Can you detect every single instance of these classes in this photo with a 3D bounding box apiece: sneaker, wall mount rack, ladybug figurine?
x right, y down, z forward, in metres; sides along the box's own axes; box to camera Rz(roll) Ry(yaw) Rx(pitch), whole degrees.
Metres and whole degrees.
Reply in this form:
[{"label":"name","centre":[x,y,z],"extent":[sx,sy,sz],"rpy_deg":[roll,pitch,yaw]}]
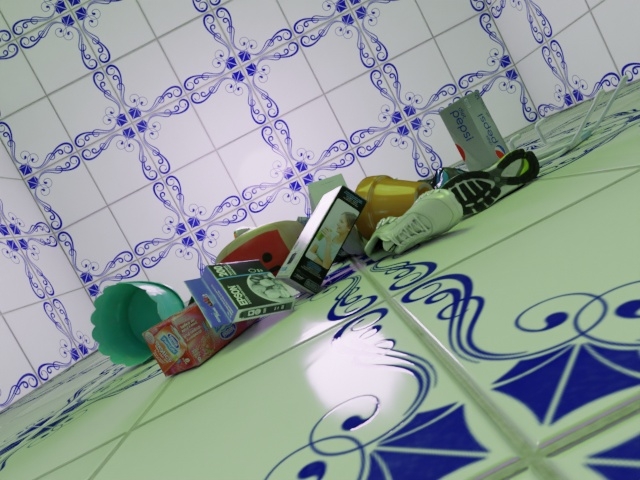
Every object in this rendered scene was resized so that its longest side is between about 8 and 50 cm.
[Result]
[{"label":"sneaker","centre":[0.422,-0.135,1.185],"extent":[0.300,0.111,0.121],"rpy_deg":[-22,-7,-11]},{"label":"wall mount rack","centre":[0.771,-0.356,1.388],"extent":[0.350,0.130,0.304],"rpy_deg":[-31,5,-36]},{"label":"sneaker","centre":[0.427,-0.166,1.578],"extent":[0.140,0.124,0.341],"rpy_deg":[0,-4,-10]},{"label":"sneaker","centre":[0.067,0.022,1.443],"extent":[0.153,0.101,0.269],"rpy_deg":[-27,-2,16]},{"label":"ladybug figurine","centre":[-0.252,0.077,1.979],"extent":[0.450,0.161,0.305],"rpy_deg":[-28,-33,6]},{"label":"sneaker","centre":[0.215,-0.024,1.078],"extent":[0.118,0.110,0.292],"rpy_deg":[-40,2,-37]},{"label":"sneaker","centre":[-0.265,-0.036,2.041],"extent":[0.263,0.099,0.121],"rpy_deg":[-2,-20,-44]}]

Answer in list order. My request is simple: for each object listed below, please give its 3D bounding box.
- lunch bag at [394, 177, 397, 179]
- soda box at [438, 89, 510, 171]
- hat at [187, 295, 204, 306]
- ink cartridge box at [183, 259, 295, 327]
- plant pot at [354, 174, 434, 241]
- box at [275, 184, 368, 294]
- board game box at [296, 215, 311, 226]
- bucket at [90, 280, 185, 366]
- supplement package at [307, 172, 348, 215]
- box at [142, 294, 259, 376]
[{"label":"lunch bag","centre":[0.247,-0.133,1.843],"extent":[0.224,0.160,0.262],"rpy_deg":[-27,-6,9]},{"label":"soda box","centre":[0.473,-0.289,1.346],"extent":[0.091,0.286,0.098],"rpy_deg":[-31,5,-32]},{"label":"hat","centre":[-0.436,0.292,1.809],"extent":[0.173,0.184,0.208],"rpy_deg":[-40,35,53]},{"label":"ink cartridge box","centre":[-0.201,0.120,1.102],"extent":[0.209,0.045,0.206],"rpy_deg":[-8,31,-33]},{"label":"plant pot","centre":[0.229,-0.098,1.330],"extent":[0.188,0.205,0.205],"rpy_deg":[-1,22,45]},{"label":"box","centre":[0.000,0.000,1.240],"extent":[0.289,0.087,0.169],"rpy_deg":[-60,12,-12]},{"label":"board game box","centre":[-0.082,-0.028,2.143],"extent":[0.194,0.060,0.194],"rpy_deg":[2,-40,-20]},{"label":"bucket","centre":[-0.607,0.268,1.538],"extent":[0.281,0.281,0.183],"rpy_deg":[-27,-4,13]},{"label":"supplement package","centre":[0.042,-0.120,1.723],"extent":[0.139,0.133,0.244],"rpy_deg":[-19,-24,-5]},{"label":"box","centre":[-0.287,0.211,1.125],"extent":[0.128,0.122,0.257],"rpy_deg":[-26,4,32]}]
